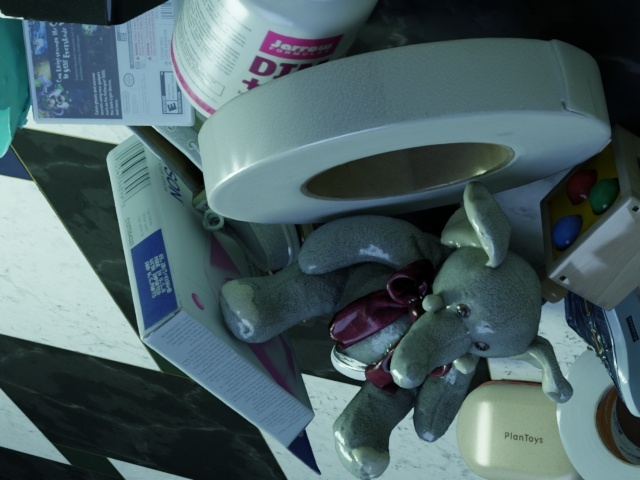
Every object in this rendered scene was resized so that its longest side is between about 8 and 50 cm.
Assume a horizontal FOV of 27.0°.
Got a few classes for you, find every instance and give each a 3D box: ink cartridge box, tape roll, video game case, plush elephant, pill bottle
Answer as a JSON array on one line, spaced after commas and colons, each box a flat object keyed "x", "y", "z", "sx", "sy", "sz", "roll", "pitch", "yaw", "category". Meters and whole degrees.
[{"x": -0.105, "y": 0.070, "z": 1.557, "sx": 0.071, "sy": 0.324, "sz": 0.330, "roll": -36, "pitch": 130, "yaw": 13, "category": "ink cartridge box"}, {"x": 0.079, "y": -0.095, "z": 1.269, "sx": 0.392, "sy": 0.072, "sz": 0.392, "roll": -9, "pitch": 169, "yaw": -2, "category": "tape roll"}, {"x": -0.218, "y": -0.208, "z": 1.373, "sx": 0.173, "sy": 0.022, "sz": 0.190, "roll": 1, "pitch": 119, "yaw": 2, "category": "video game case"}, {"x": 0.414, "y": 0.224, "z": 1.692, "sx": 0.219, "sy": 0.219, "sz": 0.072, "roll": 1, "pitch": -176, "yaw": 34, "category": "tape roll"}, {"x": 0.117, "y": 0.081, "z": 1.370, "sx": 0.272, "sy": 0.330, "sz": 0.255, "roll": 59, "pitch": 162, "yaw": -12, "category": "plush elephant"}, {"x": -0.035, "y": -0.226, "z": 1.206, "sx": 0.160, "sy": 0.160, "sz": 0.283, "roll": 23, "pitch": 154, "yaw": -7, "category": "pill bottle"}]

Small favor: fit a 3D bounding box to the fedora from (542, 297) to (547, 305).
[{"x": 0.157, "y": 0.073, "z": 1.634, "sx": 0.124, "sy": 0.243, "sz": 0.275, "roll": 52, "pitch": 161, "yaw": 1, "category": "fedora"}]

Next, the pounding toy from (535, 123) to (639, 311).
[{"x": 0.272, "y": -0.017, "z": 1.395, "sx": 0.094, "sy": 0.181, "sz": 0.206, "roll": 29, "pitch": 125, "yaw": -17, "category": "pounding toy"}]

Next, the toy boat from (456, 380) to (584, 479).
[{"x": 0.324, "y": 0.288, "z": 2.002, "sx": 0.231, "sy": 0.151, "sz": 0.151, "roll": 3, "pitch": 178, "yaw": 31, "category": "toy boat"}]

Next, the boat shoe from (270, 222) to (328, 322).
[{"x": 0.000, "y": 0.000, "z": 1.661, "sx": 0.123, "sy": 0.123, "sz": 0.342, "roll": 57, "pitch": 171, "yaw": 20, "category": "boat shoe"}]

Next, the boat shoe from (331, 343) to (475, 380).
[{"x": 0.114, "y": 0.160, "z": 1.949, "sx": 0.228, "sy": 0.080, "sz": 0.076, "roll": 7, "pitch": 134, "yaw": 31, "category": "boat shoe"}]

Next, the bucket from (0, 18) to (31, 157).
[{"x": -0.425, "y": -0.234, "z": 1.441, "sx": 0.281, "sy": 0.183, "sz": 0.281, "roll": 16, "pitch": 154, "yaw": 8, "category": "bucket"}]

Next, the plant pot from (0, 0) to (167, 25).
[{"x": -0.200, "y": -0.278, "z": 1.121, "sx": 0.187, "sy": 0.188, "sz": 0.167, "roll": 7, "pitch": 116, "yaw": 24, "category": "plant pot"}]

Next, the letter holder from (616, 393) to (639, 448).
[{"x": 0.547, "y": 0.243, "z": 1.746, "sx": 0.302, "sy": 0.214, "sz": 0.152, "roll": -3, "pitch": 178, "yaw": 38, "category": "letter holder"}]

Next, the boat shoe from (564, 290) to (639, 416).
[{"x": 0.359, "y": 0.128, "z": 1.643, "sx": 0.083, "sy": 0.065, "sz": 0.183, "roll": -8, "pitch": 99, "yaw": 53, "category": "boat shoe"}]

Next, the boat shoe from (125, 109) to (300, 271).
[{"x": -0.141, "y": -0.088, "z": 1.485, "sx": 0.320, "sy": 0.103, "sz": 0.118, "roll": 55, "pitch": 160, "yaw": -13, "category": "boat shoe"}]
